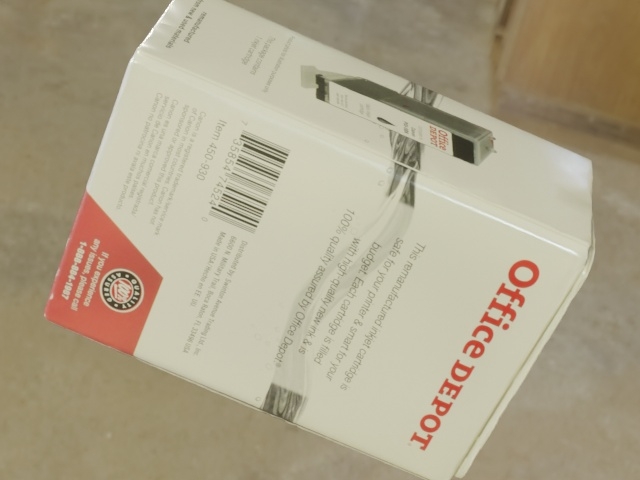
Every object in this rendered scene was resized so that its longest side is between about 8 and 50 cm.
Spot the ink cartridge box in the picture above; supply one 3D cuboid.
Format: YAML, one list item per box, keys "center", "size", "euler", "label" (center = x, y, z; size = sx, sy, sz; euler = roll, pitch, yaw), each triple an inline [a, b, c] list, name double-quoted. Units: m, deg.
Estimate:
- center: [0.000, 0.000, 0.412]
  size: [0.135, 0.099, 0.056]
  euler: [24, 33, -3]
  label: "ink cartridge box"
